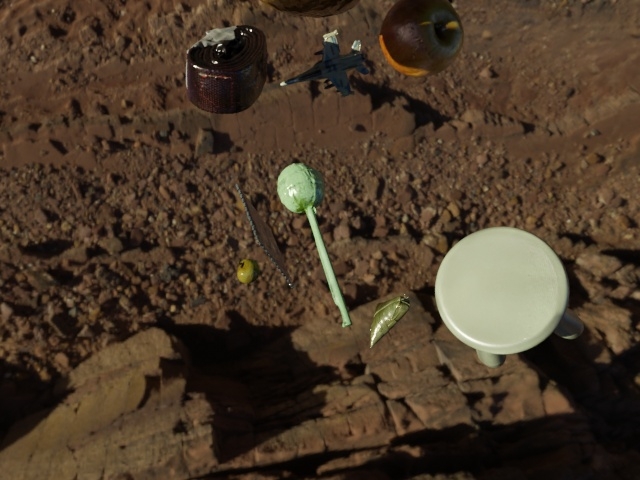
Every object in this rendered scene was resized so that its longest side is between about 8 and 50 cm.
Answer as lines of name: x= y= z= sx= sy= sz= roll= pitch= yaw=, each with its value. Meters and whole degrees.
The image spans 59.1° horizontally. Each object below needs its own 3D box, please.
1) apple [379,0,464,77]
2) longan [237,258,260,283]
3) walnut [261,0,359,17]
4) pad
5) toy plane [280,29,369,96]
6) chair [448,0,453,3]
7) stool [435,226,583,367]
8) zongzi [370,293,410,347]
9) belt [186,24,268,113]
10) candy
apple: x=0.173 y=-0.358 z=0.991 sx=0.146 sy=0.146 sz=0.146 roll=-9 pitch=134 yaw=-9
longan: x=-0.218 y=0.089 z=1.667 sx=0.075 sy=0.075 sz=0.083 roll=-35 pitch=133 yaw=16
walnut: x=-0.016 y=-0.442 z=0.862 sx=0.209 sy=0.209 sz=0.336 roll=-45 pitch=166 yaw=24
pad: x=-0.167 y=-0.011 z=1.709 sx=0.012 sy=0.269 sz=0.269 roll=-28 pitch=141 yaw=2
toy plane: x=0.008 y=-0.506 z=1.675 sx=0.262 sy=0.088 sz=0.192 roll=-14 pitch=112 yaw=8
chair: x=0.257 y=-0.636 z=1.243 sx=0.159 sy=0.247 sz=0.172 roll=-38 pitch=176 yaw=-2
stool: x=0.306 y=0.098 z=0.926 sx=0.195 sy=0.195 sz=0.199 roll=-26 pitch=153 yaw=17
zongzi: x=0.189 y=0.210 z=1.474 sx=0.062 sy=0.130 sz=0.154 roll=32 pitch=149 yaw=-16
belt: x=-0.230 y=-0.426 z=1.427 sx=0.184 sy=0.289 sz=0.164 roll=11 pitch=133 yaw=7
candy: x=0.000 y=0.000 z=1.350 sx=0.119 sy=0.440 sz=0.119 roll=-16 pitch=154 yaw=-8
